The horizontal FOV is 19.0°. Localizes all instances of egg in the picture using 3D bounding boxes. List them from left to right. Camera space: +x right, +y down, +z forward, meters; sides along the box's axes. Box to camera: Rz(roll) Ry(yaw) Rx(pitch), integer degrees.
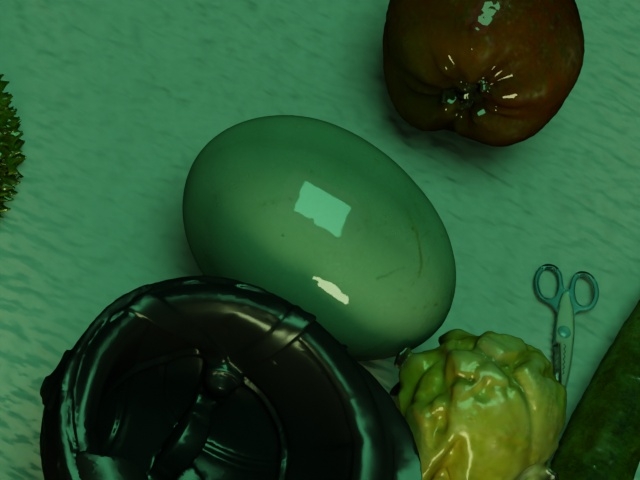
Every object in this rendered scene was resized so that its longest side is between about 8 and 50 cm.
[{"bbox_3d":[0.000,0.000,1.482,0.231,0.168,0.168,36,61,-6],"label":"egg"}]

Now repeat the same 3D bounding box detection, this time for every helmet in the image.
[{"bbox_3d":[-0.081,0.161,1.389,0.279,0.160,0.230,27,61,-19],"label":"helmet"}]

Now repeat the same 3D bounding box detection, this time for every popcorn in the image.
[{"bbox_3d":[0.113,0.142,1.467,0.152,0.167,0.148,41,22,23],"label":"popcorn"}]

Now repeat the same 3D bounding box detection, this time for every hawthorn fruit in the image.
[{"bbox_3d":[0.133,-0.172,1.608,0.189,0.189,0.189,7,65,-15],"label":"hawthorn fruit"}]

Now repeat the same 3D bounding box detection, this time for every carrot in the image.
[{"bbox_3d":[0.239,0.150,1.552,0.074,0.074,0.358,31,60,-3],"label":"carrot"}]

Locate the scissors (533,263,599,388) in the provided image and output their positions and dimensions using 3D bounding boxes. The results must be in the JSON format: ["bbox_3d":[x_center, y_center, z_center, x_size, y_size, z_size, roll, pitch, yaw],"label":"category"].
[{"bbox_3d":[0.203,0.075,1.604,0.058,0.014,0.119,13,60,-8],"label":"scissors"}]

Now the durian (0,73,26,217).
[{"bbox_3d":[-0.288,-0.103,1.489,0.100,0.086,0.215,-22,77,-11],"label":"durian"}]
